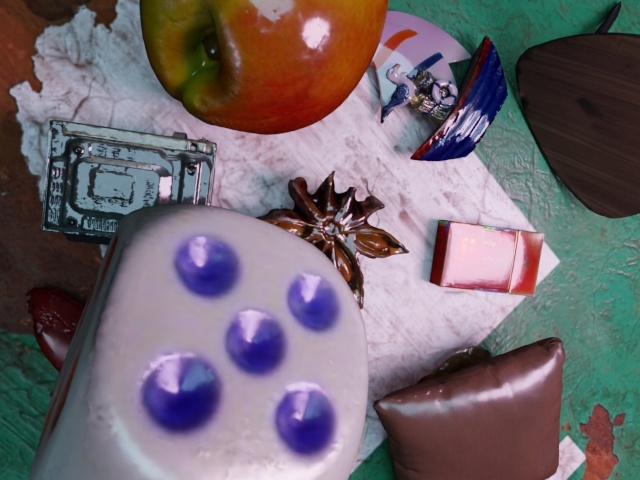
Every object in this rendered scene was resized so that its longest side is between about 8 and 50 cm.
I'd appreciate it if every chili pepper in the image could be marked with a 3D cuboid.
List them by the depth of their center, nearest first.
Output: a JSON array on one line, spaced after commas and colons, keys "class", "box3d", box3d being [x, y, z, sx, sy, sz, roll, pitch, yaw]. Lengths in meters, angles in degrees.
[{"class": "chili pepper", "box3d": [-0.268, 0.206, 0.740, 0.387, 0.110, 0.110, 41, 86, -9]}]

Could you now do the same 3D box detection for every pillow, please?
[{"class": "pillow", "box3d": [0.246, 0.317, 0.829, 0.306, 0.108, 0.307, -16, 118, -7]}]

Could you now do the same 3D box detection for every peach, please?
[{"class": "peach", "box3d": [-0.058, -0.293, 0.640, 0.308, 0.308, 0.332, 37, 56, -13]}]

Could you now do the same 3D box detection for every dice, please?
[{"class": "dice", "box3d": [-0.131, 0.157, 0.611, 0.304, 0.277, 0.304, 20, 55, -24]}]

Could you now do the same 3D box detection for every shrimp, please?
[{"class": "shrimp", "box3d": [0.209, 0.237, 0.868, 0.190, 0.042, 0.101, -19, 111, -10]}]

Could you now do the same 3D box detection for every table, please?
[{"class": "table", "box3d": [0.522, -0.224, 0.819, 0.249, 0.317, 0.317, -37, 102, -21]}]

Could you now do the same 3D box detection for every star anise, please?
[{"class": "star anise", "box3d": [0.006, 0.004, 0.783, 0.214, 0.099, 0.220, -37, 107, 8]}]

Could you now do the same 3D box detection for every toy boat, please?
[{"class": "toy boat", "box3d": [0.163, -0.278, 0.810, 0.219, 0.072, 0.318, -34, 92, -4]}]

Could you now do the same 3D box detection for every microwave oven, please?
[{"class": "microwave oven", "box3d": [-0.250, -0.072, 0.700, 0.205, 0.129, 0.163, 6, 93, -12]}]

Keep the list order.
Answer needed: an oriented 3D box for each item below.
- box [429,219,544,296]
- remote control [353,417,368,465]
[{"class": "box", "box3d": [0.278, 0.030, 0.861, 0.175, 0.048, 0.112, 6, 94, -13]}, {"class": "remote control", "box3d": [-0.041, 0.293, 0.819, 0.230, 0.049, 0.090, 19, 91, -13]}]
